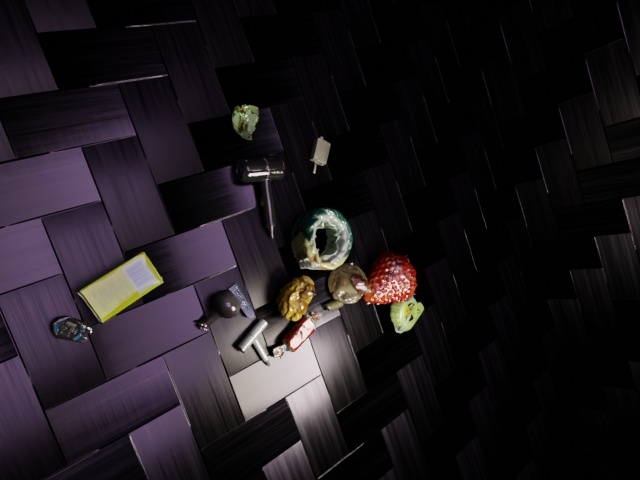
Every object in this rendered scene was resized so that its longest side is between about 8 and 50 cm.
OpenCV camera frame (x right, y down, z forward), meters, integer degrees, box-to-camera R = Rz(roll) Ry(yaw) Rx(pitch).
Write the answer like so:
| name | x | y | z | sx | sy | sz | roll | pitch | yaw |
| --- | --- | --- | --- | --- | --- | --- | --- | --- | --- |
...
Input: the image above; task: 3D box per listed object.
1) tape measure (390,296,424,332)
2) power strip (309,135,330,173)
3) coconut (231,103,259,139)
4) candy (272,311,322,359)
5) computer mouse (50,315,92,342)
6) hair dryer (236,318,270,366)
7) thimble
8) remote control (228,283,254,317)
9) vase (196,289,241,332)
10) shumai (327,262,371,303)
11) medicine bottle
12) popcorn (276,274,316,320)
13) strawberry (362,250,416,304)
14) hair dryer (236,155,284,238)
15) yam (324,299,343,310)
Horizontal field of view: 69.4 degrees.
| name | x | y | z | sx | sy | sz | roll | pitch | yaw |
| --- | --- | --- | --- | --- | --- | --- | --- | --- | --- |
| tape measure | 0.420 | 0.357 | 2.318 | 0.200 | 0.106 | 0.175 | -48 | 122 | -27 |
| power strip | -0.007 | -0.394 | 2.156 | 0.075 | 0.042 | 0.175 | 21 | 75 | -30 |
| coconut | -0.320 | -0.507 | 1.955 | 0.133 | 0.055 | 0.158 | 37 | 65 | -23 |
| candy | -0.094 | 0.404 | 2.001 | 0.292 | 0.059 | 0.086 | -43 | 109 | -28 |
| computer mouse | -0.831 | 0.293 | 1.537 | 0.135 | 0.047 | 0.079 | 36 | 78 | -37 |
| hair dryer | -0.239 | 0.441 | 1.918 | 0.155 | 0.044 | 0.183 | -49 | 116 | -26 |
| thimble | 0.000 | 0.000 | 2.044 | 0.254 | 0.167 | 0.288 | 35 | 66 | -25 |
| remote control | -0.323 | 0.251 | 1.888 | 0.043 | 0.027 | 0.153 | -33 | 101 | -25 |
| vase | -0.398 | 0.277 | 1.791 | 0.183 | 0.120 | 0.120 | -43 | 108 | -15 |
| shumai | 0.139 | 0.192 | 2.114 | 0.201 | 0.120 | 0.202 | 5 | 72 | -15 |
| medicine bottle | -0.689 | 0.162 | 1.591 | 0.250 | 0.137 | 0.141 | -36 | 105 | -31 |
| popcorn | -0.103 | 0.236 | 1.971 | 0.140 | 0.163 | 0.194 | 27 | 102 | -9 |
| strawberry | 0.329 | 0.165 | 2.222 | 0.279 | 0.150 | 0.254 | -5 | 68 | -14 |
| hair dryer | -0.243 | -0.176 | 1.953 | 0.188 | 0.107 | 0.353 | -9 | 95 | -31 |
| yam | 0.061 | 0.297 | 2.124 | 0.094 | 0.043 | 0.043 | -18 | 95 | -33 |
